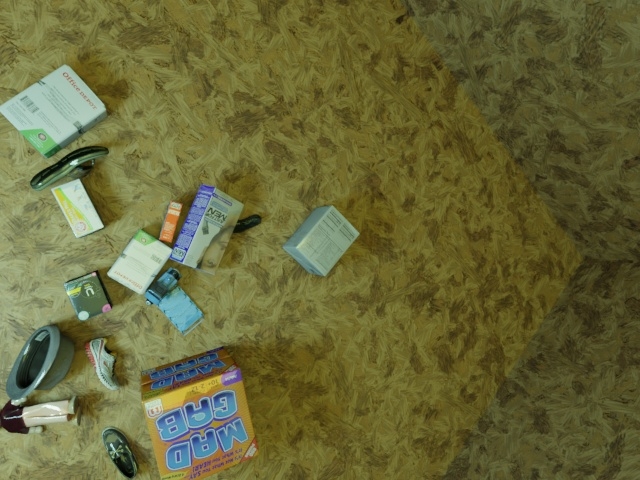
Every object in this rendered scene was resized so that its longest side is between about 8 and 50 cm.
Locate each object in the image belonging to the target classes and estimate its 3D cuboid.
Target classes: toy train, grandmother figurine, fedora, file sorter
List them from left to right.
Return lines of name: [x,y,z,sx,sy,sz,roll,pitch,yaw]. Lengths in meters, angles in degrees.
grandmother figurine: [-1.089,0.652,1.584,0.342,0.104,0.208,-5,111,-16]
fedora: [-1.016,0.455,1.591,0.124,0.243,0.276,39,61,-48]
toy train: [-0.643,0.187,1.761,0.080,0.105,0.184,43,48,-10]
file sorter: [-0.588,0.296,1.810,0.118,0.104,0.170,-41,105,-18]

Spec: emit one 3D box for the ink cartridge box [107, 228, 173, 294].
ink cartridge box: [-0.733,0.086,1.752,0.160,0.092,0.219,37,77,-19]

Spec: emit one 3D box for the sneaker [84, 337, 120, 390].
sneaker: [-0.850,0.493,1.708,0.092,0.088,0.225,-24,100,-22]

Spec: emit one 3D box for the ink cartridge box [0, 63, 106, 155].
ink cartridge box: [-0.995,-0.484,1.621,0.289,0.121,0.211,-44,106,-17]

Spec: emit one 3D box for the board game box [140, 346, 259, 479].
board game box: [-0.492,0.684,1.717,0.356,0.356,0.357,-14,95,-23]

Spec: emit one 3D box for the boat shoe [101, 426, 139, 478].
boat shoe: [-0.809,0.861,1.738,0.081,0.068,0.228,-31,102,-20]

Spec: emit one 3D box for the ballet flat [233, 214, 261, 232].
ballet flat: [-0.352,-0.074,1.949,0.173,0.049,0.058,-17,125,-17]

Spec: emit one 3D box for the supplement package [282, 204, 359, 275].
supplement package: [0.000,0.000,2.006,0.198,0.199,0.263,45,74,-17]

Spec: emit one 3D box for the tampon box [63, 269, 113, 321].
tampon box: [-0.904,0.214,1.675,0.120,0.101,0.161,-23,99,-21]

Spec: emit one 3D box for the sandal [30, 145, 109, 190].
sandal: [-0.959,-0.275,1.659,0.302,0.120,0.086,-37,132,-17]

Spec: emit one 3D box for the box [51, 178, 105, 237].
box: [-0.929,-0.120,1.656,0.103,0.114,0.203,-27,102,-20]

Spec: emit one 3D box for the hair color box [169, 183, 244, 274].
hair color box: [-0.475,-0.043,1.815,0.185,0.110,0.339,31,78,-52]

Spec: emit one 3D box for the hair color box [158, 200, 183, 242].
hair color box: [-0.629,-0.078,1.796,0.053,0.093,0.167,16,85,-23]
